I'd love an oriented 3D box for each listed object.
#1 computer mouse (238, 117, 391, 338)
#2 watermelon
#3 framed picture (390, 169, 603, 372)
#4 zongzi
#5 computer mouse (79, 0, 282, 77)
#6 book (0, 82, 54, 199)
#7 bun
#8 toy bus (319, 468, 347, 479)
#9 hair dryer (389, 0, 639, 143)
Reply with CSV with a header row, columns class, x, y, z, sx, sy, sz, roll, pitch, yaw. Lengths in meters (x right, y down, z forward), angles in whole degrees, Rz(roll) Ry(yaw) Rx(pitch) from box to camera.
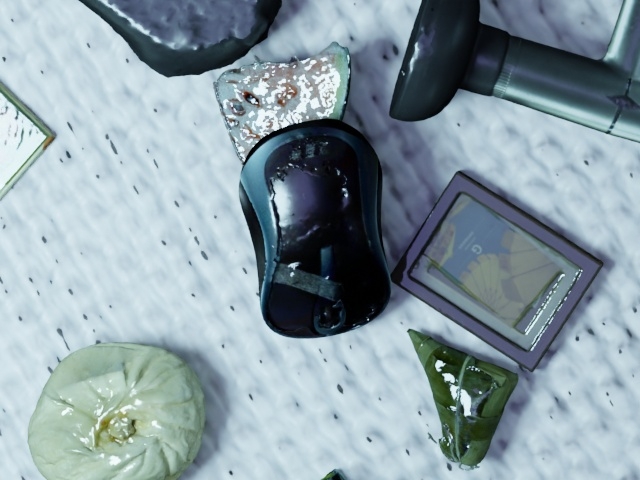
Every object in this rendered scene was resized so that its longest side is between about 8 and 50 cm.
class,x,y,z,sx,sy,sz,roll,pitch,yaw
computer mouse,0.000,0.000,1.778,0.137,0.096,0.233,-10,120,0
watermelon,-0.038,-0.129,1.830,0.139,0.071,0.187,35,109,12
framed picture,0.170,0.030,1.825,0.168,0.023,0.128,33,100,6
zongzi,0.121,0.157,1.836,0.119,0.055,0.109,23,101,19
computer mouse,-0.178,-0.295,1.811,0.323,0.116,0.183,40,99,-3
book,-0.456,-0.068,1.933,0.228,0.018,0.322,43,101,4
bun,-0.205,0.183,1.864,0.188,0.111,0.164,-9,91,14
toy bus,-0.015,0.293,1.811,0.101,0.175,0.088,-36,88,18
hair dryer,0.241,-0.228,1.772,0.320,0.156,0.284,8,77,-3
